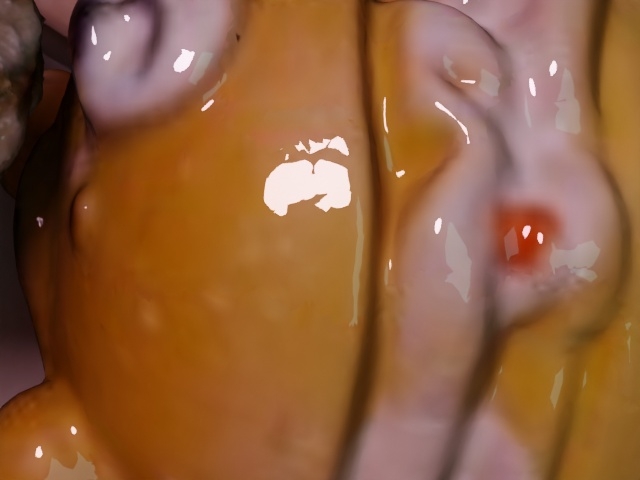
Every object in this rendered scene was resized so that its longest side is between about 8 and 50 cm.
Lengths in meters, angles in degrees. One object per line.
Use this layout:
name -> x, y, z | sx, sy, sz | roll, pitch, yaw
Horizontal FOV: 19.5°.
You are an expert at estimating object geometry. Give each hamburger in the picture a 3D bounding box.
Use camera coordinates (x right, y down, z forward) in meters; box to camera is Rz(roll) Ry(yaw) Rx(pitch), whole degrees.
hamburger -> 0.000, 0.000, 0.660 | 0.237, 0.276, 0.276 | 5, 97, -11

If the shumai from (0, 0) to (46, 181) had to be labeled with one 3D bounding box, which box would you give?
shumai -> -0.188, -0.030, 0.624 | 0.209, 0.161, 0.153 | 6, 131, 10
